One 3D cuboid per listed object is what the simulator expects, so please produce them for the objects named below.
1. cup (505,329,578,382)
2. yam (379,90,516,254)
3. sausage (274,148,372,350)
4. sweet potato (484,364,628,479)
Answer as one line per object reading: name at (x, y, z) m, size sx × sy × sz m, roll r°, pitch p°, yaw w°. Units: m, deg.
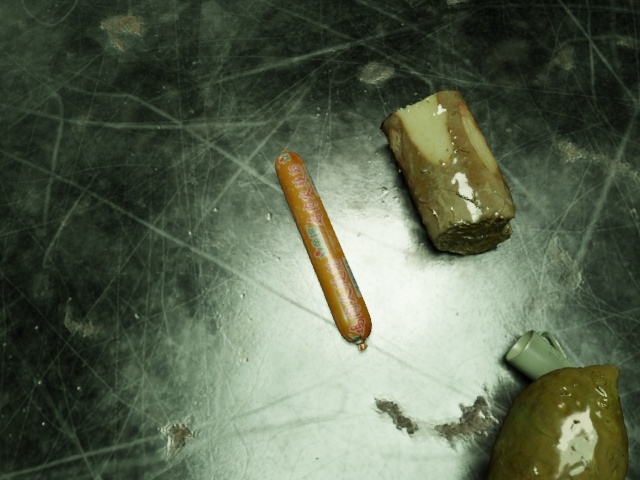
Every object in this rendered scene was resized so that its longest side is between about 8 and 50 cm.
cup at (0.301, 0.164, 0.566) m, size 0.083 × 0.075 × 0.054 m, roll 40°, pitch 116°, yaw 13°
yam at (0.189, -0.101, 0.626) m, size 0.128 × 0.129 × 0.238 m, roll -3°, pitch 67°, yaw -33°
sausage at (0.000, 0.000, 0.644) m, size 0.053 × 0.053 × 0.348 m, roll -22°, pitch 71°, yaw -2°
sweet potato at (0.231, 0.329, 0.466) m, size 0.130 × 0.130 × 0.423 m, roll 23°, pitch 81°, yaw 13°
